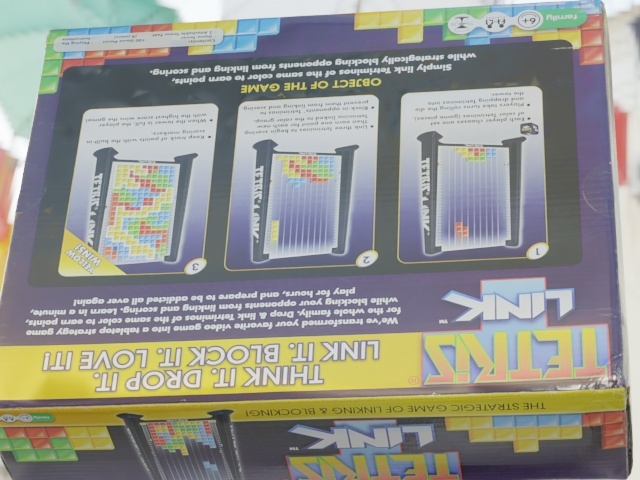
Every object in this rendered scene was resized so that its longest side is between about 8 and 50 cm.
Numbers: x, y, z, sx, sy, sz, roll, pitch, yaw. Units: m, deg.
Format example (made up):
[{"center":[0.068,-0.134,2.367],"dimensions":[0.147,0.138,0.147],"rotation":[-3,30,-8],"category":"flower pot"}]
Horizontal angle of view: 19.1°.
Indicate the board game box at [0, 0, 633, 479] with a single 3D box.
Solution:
[{"center":[0.000,0.000,0.540],"dimensions":[0.170,0.141,0.048],"rotation":[-2,-37,8],"category":"board game box"}]
